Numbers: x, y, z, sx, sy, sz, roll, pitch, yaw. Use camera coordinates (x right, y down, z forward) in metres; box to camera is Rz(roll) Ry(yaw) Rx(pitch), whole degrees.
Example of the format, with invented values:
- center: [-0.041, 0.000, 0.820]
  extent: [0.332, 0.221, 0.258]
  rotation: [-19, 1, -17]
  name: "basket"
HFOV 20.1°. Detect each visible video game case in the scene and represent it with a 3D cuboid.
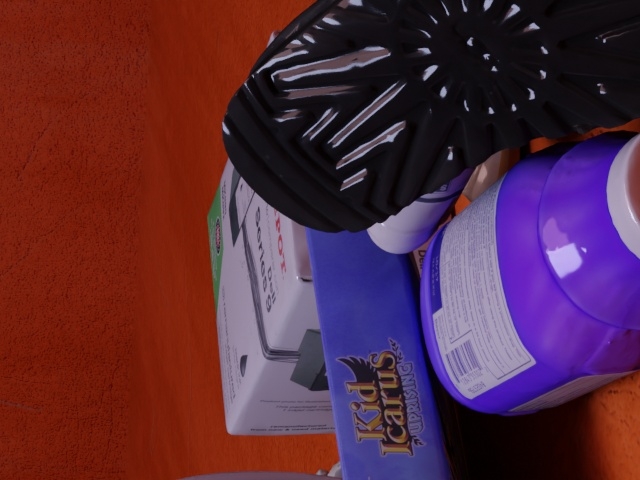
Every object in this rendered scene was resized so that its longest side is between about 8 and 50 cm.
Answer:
- center: [0.056, 0.144, 1.094]
  extent: [0.244, 0.061, 0.269]
  rotation: [68, -169, -57]
  name: "video game case"

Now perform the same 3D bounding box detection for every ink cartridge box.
- center: [0.000, 0.000, 1.382]
  extent: [0.289, 0.121, 0.211]
  rotation: [114, 152, -59]
  name: "ink cartridge box"

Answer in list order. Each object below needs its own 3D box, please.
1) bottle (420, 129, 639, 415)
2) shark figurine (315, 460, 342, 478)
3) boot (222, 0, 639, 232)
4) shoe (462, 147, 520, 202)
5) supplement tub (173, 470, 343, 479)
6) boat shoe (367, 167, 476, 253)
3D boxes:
- center: [0.128, 0.011, 0.893]
  extent: [0.283, 0.092, 0.118]
  rotation: [131, 133, -70]
  name: "bottle"
- center: [-0.012, 0.316, 1.500]
  extent: [0.166, 0.116, 0.278]
  rotation: [-54, -9, -47]
  name: "shark figurine"
- center: [0.114, -0.162, 0.877]
  extent: [0.348, 0.131, 0.260]
  rotation: [-22, 24, 41]
  name: "boot"
- center: [0.079, -0.092, 1.181]
  extent: [0.219, 0.058, 0.077]
  rotation: [-106, 21, -51]
  name: "shoe"
- center: [-0.037, 0.346, 1.284]
  extent: [0.235, 0.235, 0.325]
  rotation: [-149, 60, -75]
  name: "supplement tub"
- center: [0.059, -0.098, 1.078]
  extent: [0.258, 0.095, 0.084]
  rotation: [-70, -1, -47]
  name: "boat shoe"
